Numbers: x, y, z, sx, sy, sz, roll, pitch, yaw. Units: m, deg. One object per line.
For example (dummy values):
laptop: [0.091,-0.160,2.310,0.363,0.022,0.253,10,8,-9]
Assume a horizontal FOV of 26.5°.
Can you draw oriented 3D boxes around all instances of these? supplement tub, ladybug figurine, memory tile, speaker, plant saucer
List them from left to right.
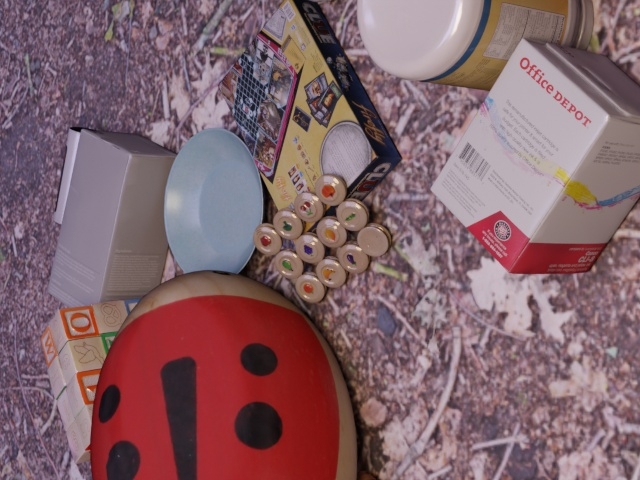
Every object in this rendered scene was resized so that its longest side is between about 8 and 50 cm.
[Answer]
speaker: [-0.334,-0.089,1.893,0.055,0.055,0.136,24,107,44]
ladybug figurine: [-0.119,0.214,1.481,0.305,0.162,0.449,-20,55,8]
plant saucer: [-0.122,-0.041,1.678,0.195,0.037,0.194,-2,87,46]
memory tile: [0.000,0.000,1.521,0.113,0.012,0.148,49,125,-4]
supplement tub: [0.148,-0.214,1.276,0.144,0.200,0.144,-1,89,46]

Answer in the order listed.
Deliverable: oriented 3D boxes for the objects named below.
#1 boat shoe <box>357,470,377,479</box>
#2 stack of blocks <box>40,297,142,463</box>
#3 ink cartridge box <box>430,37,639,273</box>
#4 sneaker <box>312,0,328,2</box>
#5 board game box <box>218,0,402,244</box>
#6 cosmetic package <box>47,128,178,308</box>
boat shoe: [0.011,0.324,1.515,0.178,0.064,0.060,-46,48,26]
stack of blocks: [-0.217,0.223,1.666,0.087,0.171,0.297,-48,56,50]
ink cartridge box: [0.218,-0.076,1.252,0.128,0.127,0.176,51,124,35]
sneaker: [0.006,-0.420,1.424,0.137,0.210,0.365,53,125,33]
board game box: [-0.018,-0.139,1.567,0.165,0.042,0.243,-46,58,36]
cosmetic package: [-0.269,-0.018,1.790,0.127,0.107,0.238,30,108,43]
